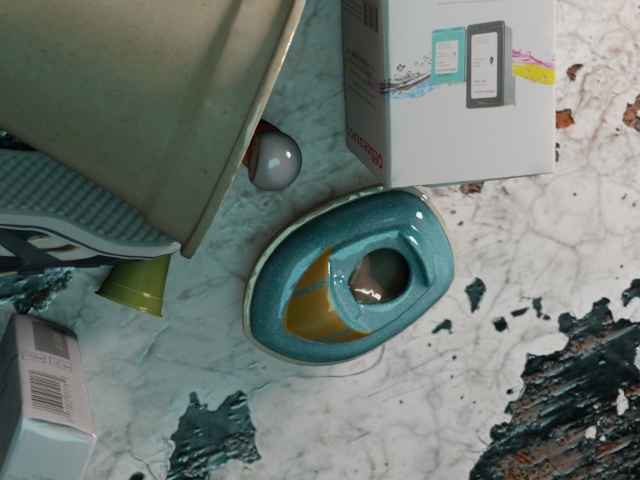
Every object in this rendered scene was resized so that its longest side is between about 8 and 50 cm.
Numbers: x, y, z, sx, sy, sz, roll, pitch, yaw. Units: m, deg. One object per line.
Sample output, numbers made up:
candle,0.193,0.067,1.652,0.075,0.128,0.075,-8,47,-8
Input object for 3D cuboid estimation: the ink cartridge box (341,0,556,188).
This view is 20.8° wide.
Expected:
ink cartridge box,0.138,-0.215,1.939,0.197,0.198,0.270,-6,109,-12

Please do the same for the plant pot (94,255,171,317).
plant pot,-0.206,0.038,2.004,0.083,0.083,0.079,21,89,-18

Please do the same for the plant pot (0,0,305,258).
plant pot,-0.212,-0.189,1.824,0.305,0.334,0.334,22,100,-7

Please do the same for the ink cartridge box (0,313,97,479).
ink cartridge box,-0.360,0.308,1.921,0.091,0.308,0.385,20,102,-18

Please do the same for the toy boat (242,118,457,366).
toy boat,0.000,0.000,1.998,0.267,0.148,0.318,-34,111,-1

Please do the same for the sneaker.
sneaker,-0.305,-0.028,1.934,0.321,0.126,0.127,10,146,-24
